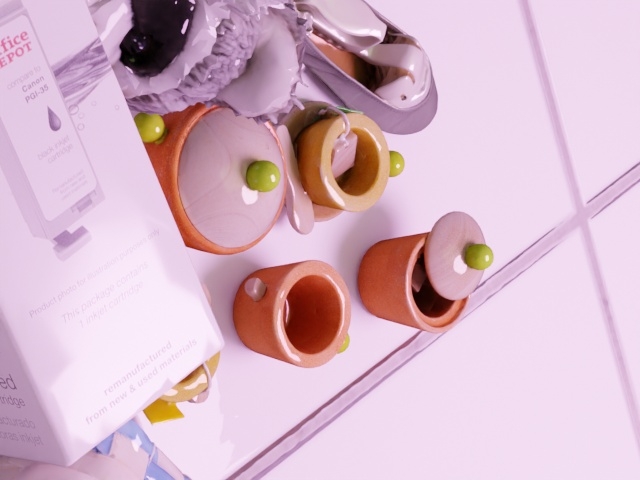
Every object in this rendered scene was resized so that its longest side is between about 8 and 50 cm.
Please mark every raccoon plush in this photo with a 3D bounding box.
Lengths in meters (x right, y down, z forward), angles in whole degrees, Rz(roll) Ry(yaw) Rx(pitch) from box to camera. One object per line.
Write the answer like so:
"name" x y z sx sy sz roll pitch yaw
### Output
"raccoon plush" -0.029 -0.268 0.856 0.446 0.216 0.299 -44 138 -19

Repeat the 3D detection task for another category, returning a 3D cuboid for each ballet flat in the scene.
"ballet flat" 0.032 -0.132 1.088 0.213 0.068 0.072 31 70 -41

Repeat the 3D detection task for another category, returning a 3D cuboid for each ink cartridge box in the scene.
"ink cartridge box" -0.197 -0.044 0.767 0.117 0.207 0.283 -37 115 -39

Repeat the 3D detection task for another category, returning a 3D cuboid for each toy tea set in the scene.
"toy tea set" 0.000 0.000 1.019 0.336 0.124 0.200 -11 98 -44

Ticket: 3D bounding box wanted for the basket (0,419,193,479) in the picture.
"basket" -0.170 0.236 0.769 0.201 0.255 0.289 55 44 -33
